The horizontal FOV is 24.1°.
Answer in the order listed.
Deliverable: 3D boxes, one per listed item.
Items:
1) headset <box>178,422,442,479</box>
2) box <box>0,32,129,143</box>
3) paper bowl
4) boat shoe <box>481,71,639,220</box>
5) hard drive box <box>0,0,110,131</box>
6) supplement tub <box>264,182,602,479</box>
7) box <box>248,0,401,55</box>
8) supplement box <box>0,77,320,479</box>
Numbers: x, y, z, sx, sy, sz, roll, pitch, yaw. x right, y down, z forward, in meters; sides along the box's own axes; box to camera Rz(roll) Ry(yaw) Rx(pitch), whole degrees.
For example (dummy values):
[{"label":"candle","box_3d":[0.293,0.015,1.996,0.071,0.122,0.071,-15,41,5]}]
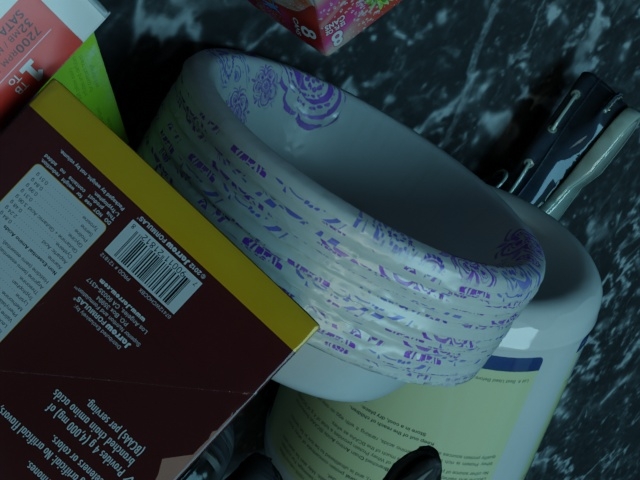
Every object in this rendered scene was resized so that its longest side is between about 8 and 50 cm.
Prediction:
[{"label":"headset","box_3d":[-0.072,0.154,1.018,0.185,0.394,0.243,-41,114,-13]},{"label":"box","box_3d":[-0.211,-0.058,0.942,0.178,0.042,0.109,-38,145,-21]},{"label":"paper bowl","box_3d":[0.000,0.000,1.035,0.284,0.284,0.148,5,123,-53]},{"label":"boat shoe","box_3d":[0.191,-0.046,1.409,0.254,0.079,0.095,-50,165,15]},{"label":"hard drive box","box_3d":[-0.248,-0.133,0.727,0.181,0.089,0.232,-48,133,-4]},{"label":"supplement tub","box_3d":[0.085,0.129,1.311,0.235,0.235,0.325,-14,133,-43]},{"label":"box","box_3d":[0.050,-0.259,0.984,0.257,0.122,0.128,-39,147,-18]},{"label":"supplement box","box_3d":[-0.137,0.051,0.824,0.194,0.191,0.129,-47,-176,-3]}]
